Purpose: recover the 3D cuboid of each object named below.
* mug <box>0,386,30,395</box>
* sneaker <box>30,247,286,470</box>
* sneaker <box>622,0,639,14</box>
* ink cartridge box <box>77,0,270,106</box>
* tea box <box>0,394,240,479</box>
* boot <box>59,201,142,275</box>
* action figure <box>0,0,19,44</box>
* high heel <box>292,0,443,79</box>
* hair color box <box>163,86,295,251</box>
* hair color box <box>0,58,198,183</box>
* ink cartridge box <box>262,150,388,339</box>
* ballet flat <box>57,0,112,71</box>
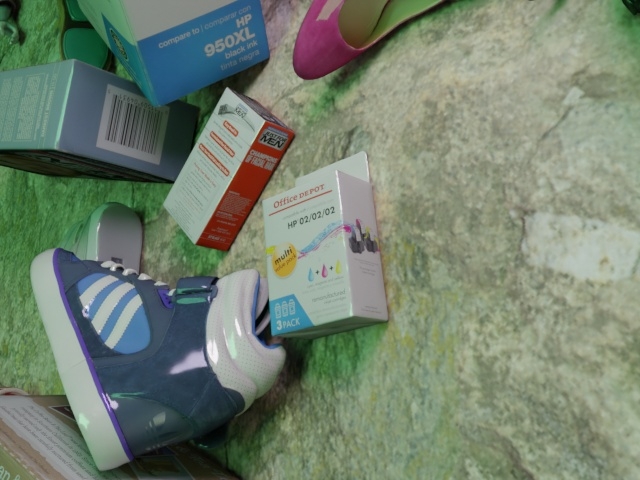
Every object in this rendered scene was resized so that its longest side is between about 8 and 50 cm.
[{"bbox_3d":[-0.532,0.278,1.012,0.169,0.150,0.113,-12,87,34],"label":"mug"},{"bbox_3d":[-0.170,0.083,0.740,0.323,0.236,0.130,48,154,47],"label":"sneaker"},{"bbox_3d":[0.329,-0.188,0.411,0.343,0.134,0.146,34,82,41],"label":"sneaker"},{"bbox_3d":[-0.214,-0.396,0.724,0.166,0.395,0.285,-28,53,-16],"label":"ink cartridge box"},{"bbox_3d":[-0.269,0.367,0.712,0.329,0.220,0.323,14,89,41],"label":"tea box"},{"bbox_3d":[-0.309,0.082,0.909,0.123,0.095,0.258,-18,60,43],"label":"boot"},{"bbox_3d":[-0.711,-0.496,1.344,0.370,0.248,0.276,-34,33,31],"label":"action figure"},{"bbox_3d":[0.075,-0.228,0.647,0.244,0.082,0.117,-38,46,13],"label":"high heel"},{"bbox_3d":[-0.111,-0.083,0.791,0.093,0.053,0.167,45,111,39],"label":"hair color box"},{"bbox_3d":[-0.366,-0.156,0.937,0.374,0.185,0.114,8,86,41],"label":"hair color box"},{"bbox_3d":[0.000,0.000,0.670,0.104,0.061,0.181,-19,68,36],"label":"ink cartridge box"},{"bbox_3d":[-0.381,-0.327,1.077,0.073,0.080,0.232,127,137,-55],"label":"ballet flat"}]
